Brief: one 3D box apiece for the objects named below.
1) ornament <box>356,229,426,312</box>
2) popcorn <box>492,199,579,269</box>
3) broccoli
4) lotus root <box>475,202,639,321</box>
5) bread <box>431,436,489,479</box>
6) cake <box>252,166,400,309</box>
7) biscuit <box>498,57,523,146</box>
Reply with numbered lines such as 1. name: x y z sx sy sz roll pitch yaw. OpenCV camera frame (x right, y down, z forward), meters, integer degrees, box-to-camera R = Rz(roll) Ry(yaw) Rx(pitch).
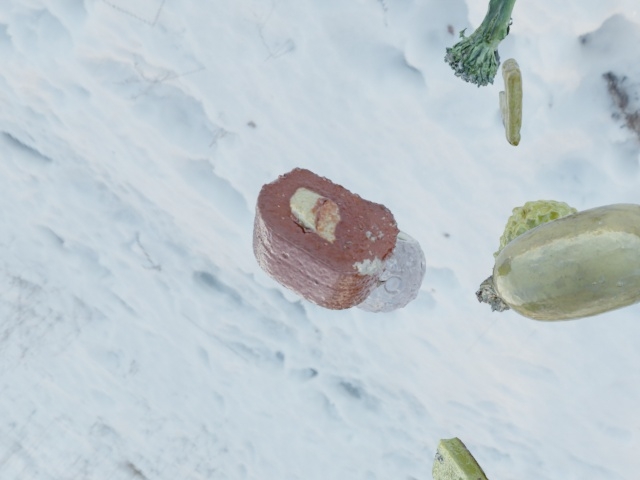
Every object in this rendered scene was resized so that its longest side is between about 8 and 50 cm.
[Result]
1. ornament: 0.156 0.080 1.839 0.259 0.259 0.225 23 105 18
2. popcorn: 0.473 0.020 1.424 0.189 0.169 0.218 31 139 29
3. broccoli: 0.455 -0.570 1.827 0.164 0.145 0.304 32 121 12
4. lotus root: 0.403 0.050 1.119 0.342 0.151 0.169 -23 103 34
5. bread: 0.257 0.435 1.143 0.049 0.226 0.088 4 109 -19
6. cake: 0.000 0.000 1.246 0.282 0.177 0.151 28 139 7
7. biscuit: 0.410 -0.315 1.468 0.038 0.174 0.184 -3 129 12
